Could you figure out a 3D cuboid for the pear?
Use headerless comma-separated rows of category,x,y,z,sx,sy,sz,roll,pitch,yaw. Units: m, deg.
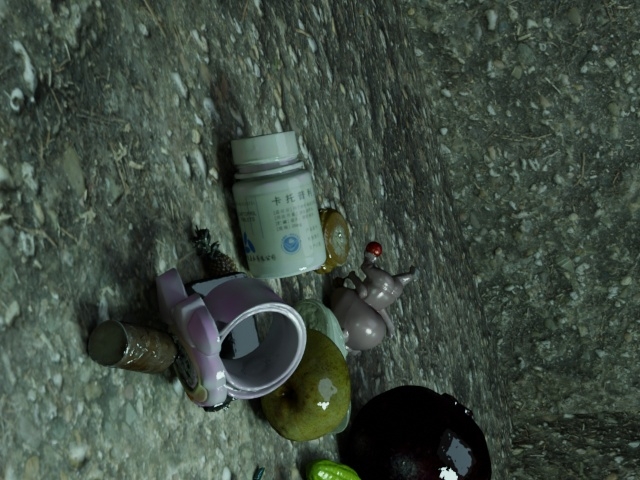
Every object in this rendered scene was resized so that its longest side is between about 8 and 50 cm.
pear,-0.032,0.301,1.753,0.211,0.188,0.228,-14,97,-81

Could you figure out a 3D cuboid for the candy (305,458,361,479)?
candy,0.024,0.552,1.944,0.209,0.096,0.097,48,40,-50

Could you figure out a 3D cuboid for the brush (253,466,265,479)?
brush,-0.129,0.485,1.687,0.013,0.016,0.083,56,31,-25

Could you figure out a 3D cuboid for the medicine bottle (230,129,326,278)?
medicine bottle,-0.093,-0.077,1.759,0.170,0.170,0.293,-30,111,-67

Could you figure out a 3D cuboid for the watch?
watch,-0.150,0.148,1.447,0.217,0.211,0.248,-19,122,-26

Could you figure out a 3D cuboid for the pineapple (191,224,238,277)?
pineapple,-0.201,0.027,1.605,0.058,0.058,0.124,-73,148,-46

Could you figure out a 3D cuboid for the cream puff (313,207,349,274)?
cream puff,0.000,0.000,2.037,0.150,0.115,0.165,53,45,-40

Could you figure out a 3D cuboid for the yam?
yam,-0.289,0.168,1.315,0.141,0.079,0.079,32,54,-63

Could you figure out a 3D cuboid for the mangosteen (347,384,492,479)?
mangosteen,0.225,0.585,2.152,0.435,0.382,0.382,-53,147,-4

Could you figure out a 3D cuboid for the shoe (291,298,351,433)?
shoe,0.010,0.281,1.973,0.159,0.124,0.316,-27,108,-74

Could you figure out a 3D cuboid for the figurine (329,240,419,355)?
figurine,0.118,0.154,2.182,0.176,0.186,0.287,31,90,-51

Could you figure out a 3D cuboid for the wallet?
wallet,-0.177,0.187,1.573,0.149,0.044,0.250,-14,95,-40
